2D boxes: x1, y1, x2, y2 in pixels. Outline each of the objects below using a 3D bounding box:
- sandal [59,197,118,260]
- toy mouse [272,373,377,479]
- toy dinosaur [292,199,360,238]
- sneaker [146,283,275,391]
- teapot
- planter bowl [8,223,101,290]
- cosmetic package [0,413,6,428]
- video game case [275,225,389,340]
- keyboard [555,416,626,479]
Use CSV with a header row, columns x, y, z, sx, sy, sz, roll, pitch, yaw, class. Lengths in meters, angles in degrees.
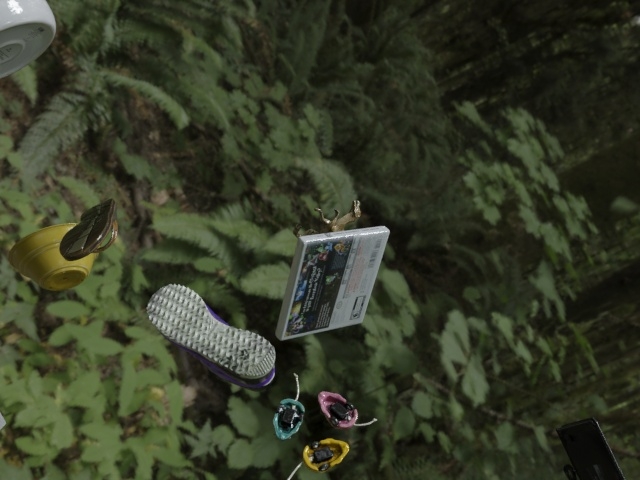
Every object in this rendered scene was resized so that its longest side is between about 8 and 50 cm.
x,y,z,sx,sy,sz,roll,pitch,yaw,class
-0.406,-0.012,1.357,0.219,0.089,0.060,-108,176,-68,sandal
-0.009,0.246,1.020,0.143,0.160,0.031,57,-29,34,toy mouse
0.000,0.000,1.315,0.092,0.183,0.053,28,23,-41,toy dinosaur
-0.210,0.202,1.439,0.293,0.102,0.146,31,-26,22,sneaker
-0.637,-0.424,1.393,0.252,0.256,0.187,-34,93,-45,teapot
-0.608,0.056,1.756,0.090,0.217,0.217,66,10,24,planter bowl
-0.595,0.272,1.065,0.107,0.237,0.127,-79,148,-76,cosmetic package
0.019,0.069,1.225,0.022,0.173,0.191,43,-50,42,video game case
0.436,0.375,1.188,0.023,0.108,0.180,-12,74,-39,keyboard
